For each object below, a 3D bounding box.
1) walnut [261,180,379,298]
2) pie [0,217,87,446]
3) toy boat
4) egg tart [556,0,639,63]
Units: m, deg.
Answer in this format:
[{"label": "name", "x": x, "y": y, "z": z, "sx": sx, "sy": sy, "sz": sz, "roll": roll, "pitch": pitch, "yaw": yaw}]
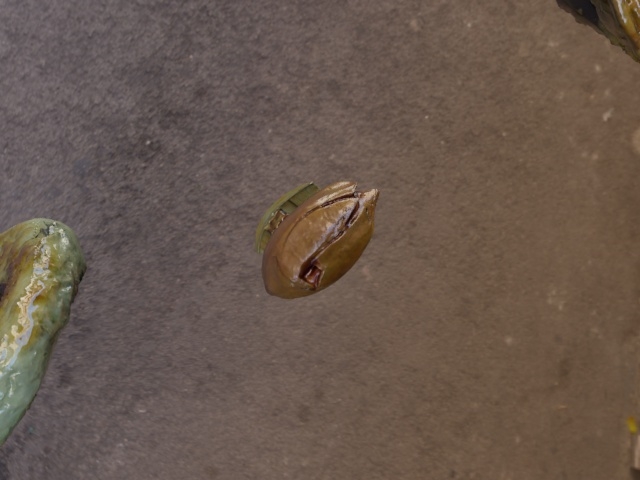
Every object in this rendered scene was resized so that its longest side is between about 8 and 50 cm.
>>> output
[{"label": "walnut", "x": 0.000, "y": 0.000, "z": 1.092, "sx": 0.245, "sy": 0.137, "sz": 0.137, "roll": -45, "pitch": 106, "yaw": 5}, {"label": "pie", "x": -0.266, "y": 0.084, "z": 0.521, "sx": 0.054, "sy": 0.240, "sz": 0.241, "roll": 40, "pitch": 64, "yaw": -36}, {"label": "toy boat", "x": -0.065, "y": -0.041, "z": 1.311, "sx": 0.065, "sy": 0.066, "sz": 0.172, "roll": 36, "pitch": 90, "yaw": -41}, {"label": "egg tart", "x": 0.287, "y": -0.263, "z": 0.616, "sx": 0.297, "sy": 0.132, "sz": 0.297, "roll": 10, "pitch": 73, "yaw": -36}]
